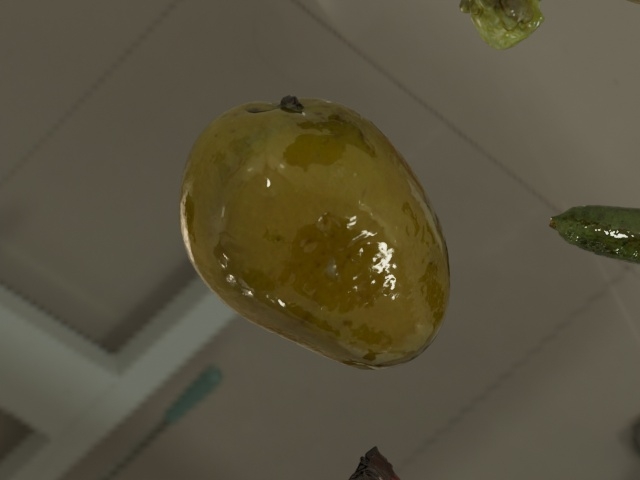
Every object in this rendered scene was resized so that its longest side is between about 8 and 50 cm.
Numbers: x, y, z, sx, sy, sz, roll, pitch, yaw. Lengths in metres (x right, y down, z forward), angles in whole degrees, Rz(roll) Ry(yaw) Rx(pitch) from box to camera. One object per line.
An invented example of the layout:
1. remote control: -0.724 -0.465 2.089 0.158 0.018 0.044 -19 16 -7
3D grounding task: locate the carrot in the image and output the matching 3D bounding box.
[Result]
1. carrot: 0.399 0.014 1.804 0.358 0.074 0.074 9 123 -2

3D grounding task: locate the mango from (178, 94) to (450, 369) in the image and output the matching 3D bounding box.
1. mango: 0.000 0.000 1.082 0.137 0.098 0.195 -42 120 -8

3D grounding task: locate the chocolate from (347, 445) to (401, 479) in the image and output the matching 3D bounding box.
1. chocolate: 0.023 0.143 0.843 0.086 0.182 0.028 43 112 9

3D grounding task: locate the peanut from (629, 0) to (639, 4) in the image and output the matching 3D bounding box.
1. peanut: 0.196 -0.224 0.895 0.158 0.340 0.174 -7 138 19

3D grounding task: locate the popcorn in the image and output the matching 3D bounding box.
1. popcorn: 0.148 -0.194 1.537 0.059 0.083 0.068 10 107 -31
